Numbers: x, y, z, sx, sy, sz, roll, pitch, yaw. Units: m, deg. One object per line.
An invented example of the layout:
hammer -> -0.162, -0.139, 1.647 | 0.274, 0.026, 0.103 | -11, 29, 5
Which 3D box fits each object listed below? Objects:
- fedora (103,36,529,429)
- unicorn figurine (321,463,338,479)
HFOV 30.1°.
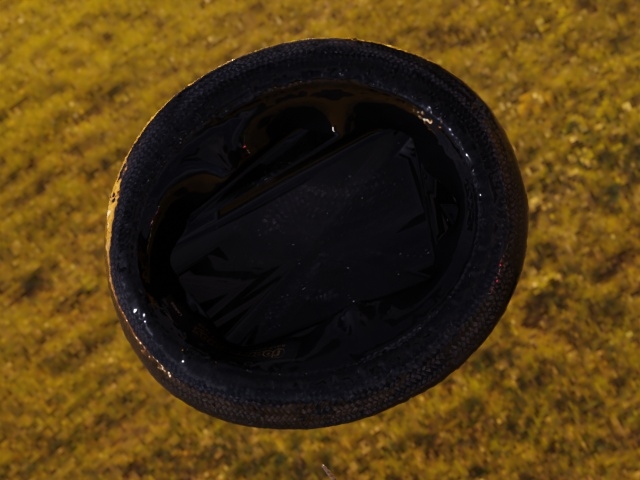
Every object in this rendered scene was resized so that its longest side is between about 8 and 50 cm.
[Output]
fedora -> 0.000, 0.000, 0.965 | 0.334, 0.334, 0.152 | -31, -13, 3
unicorn figurine -> 0.029, 0.286, 0.992 | 0.060, 0.111, 0.162 | 4, 42, -19
